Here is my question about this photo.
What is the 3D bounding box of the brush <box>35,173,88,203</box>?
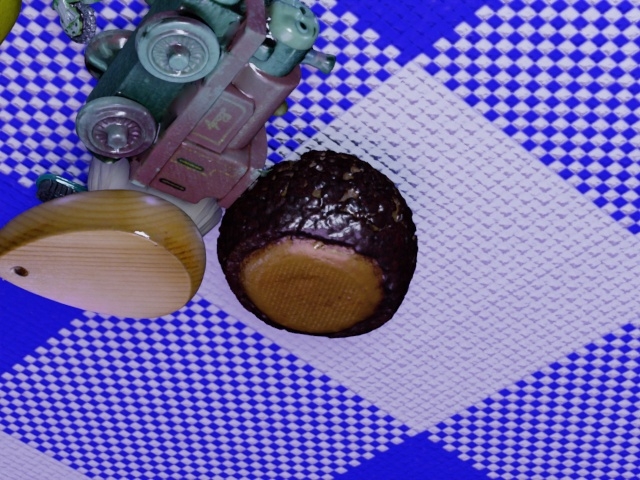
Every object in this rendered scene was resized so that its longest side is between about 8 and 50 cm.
[{"bbox_3d":[-0.268,-0.031,1.711,0.193,0.032,0.043,25,135,-15],"label":"brush"}]

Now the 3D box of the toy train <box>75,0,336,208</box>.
[{"bbox_3d":[-0.126,-0.174,1.461,0.222,0.150,0.304,21,135,-26],"label":"toy train"}]

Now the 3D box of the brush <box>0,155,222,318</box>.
[{"bbox_3d":[-0.256,-0.020,1.622,0.267,0.166,0.174,2,139,7],"label":"brush"}]

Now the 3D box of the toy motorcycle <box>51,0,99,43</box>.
[{"bbox_3d":[-0.246,-0.292,1.388,0.106,0.074,0.190,44,134,15],"label":"toy motorcycle"}]

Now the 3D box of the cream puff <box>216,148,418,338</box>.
[{"bbox_3d":[0.000,0.000,1.601,0.239,0.164,0.239,5,138,5],"label":"cream puff"}]

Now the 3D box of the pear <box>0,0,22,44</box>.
[{"bbox_3d":[-0.407,-0.250,1.382,0.198,0.198,0.198,5,138,4],"label":"pear"}]
